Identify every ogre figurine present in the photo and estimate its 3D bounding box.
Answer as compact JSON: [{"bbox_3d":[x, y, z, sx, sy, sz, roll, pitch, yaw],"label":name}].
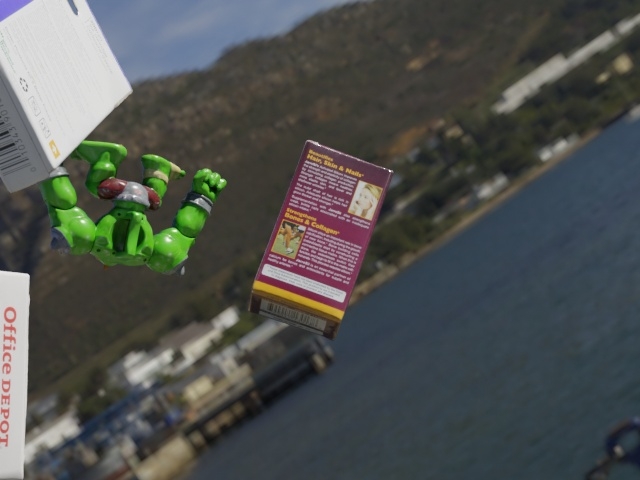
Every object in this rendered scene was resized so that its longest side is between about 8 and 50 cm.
[{"bbox_3d":[-0.199,-0.032,1.479,0.197,0.118,0.097,20,-22,-40],"label":"ogre figurine"}]

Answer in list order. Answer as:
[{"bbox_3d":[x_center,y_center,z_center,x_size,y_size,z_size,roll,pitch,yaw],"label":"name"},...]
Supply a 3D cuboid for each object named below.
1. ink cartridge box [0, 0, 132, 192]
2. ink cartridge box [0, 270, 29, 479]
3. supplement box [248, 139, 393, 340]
[{"bbox_3d":[-0.219,-0.161,1.042,0.045,0.206,0.208,-21,16,16],"label":"ink cartridge box"},{"bbox_3d":[-0.199,0.062,0.699,0.180,0.104,0.060,7,-10,-45],"label":"ink cartridge box"},{"bbox_3d":[0.000,0.000,1.621,0.081,0.104,0.188,107,-177,-69],"label":"supplement box"}]
